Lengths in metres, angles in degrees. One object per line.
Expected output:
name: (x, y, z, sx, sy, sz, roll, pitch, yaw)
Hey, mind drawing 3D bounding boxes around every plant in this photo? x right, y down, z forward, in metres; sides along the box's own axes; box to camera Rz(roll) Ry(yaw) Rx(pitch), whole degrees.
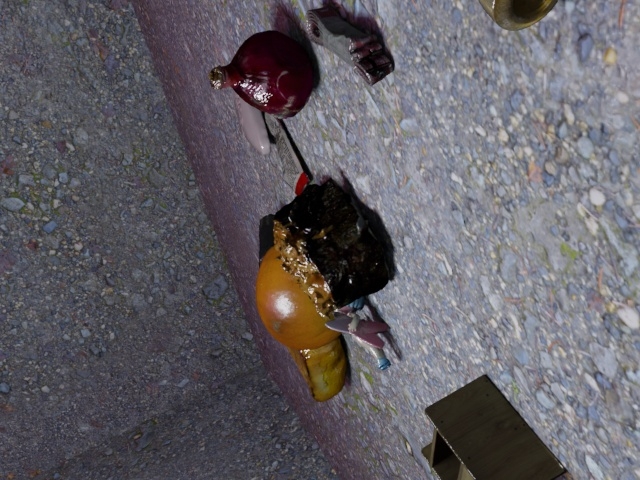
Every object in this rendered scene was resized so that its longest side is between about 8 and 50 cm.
plant: (-0.109, 0.042, 1.966, 0.142, 0.164, 0.256, 100, 158, -58)

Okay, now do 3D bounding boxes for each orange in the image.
orange: (-0.055, 0.158, 1.814, 0.274, 0.274, 0.310, -155, 70, -67)

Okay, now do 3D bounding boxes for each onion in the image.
onion: (-0.124, -0.345, 1.337, 0.140, 0.218, 0.195, -54, 51, 41)

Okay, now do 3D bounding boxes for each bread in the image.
bread: (-0.033, 0.322, 2.158, 0.337, 0.148, 0.328, 79, 164, -45)

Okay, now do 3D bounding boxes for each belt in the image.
belt: (0.040, -0.337, 1.104, 0.232, 0.053, 0.071, 51, 158, 43)

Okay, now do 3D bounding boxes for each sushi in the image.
sushi: (0.000, 0.000, 1.463, 0.348, 0.207, 0.234, 46, 163, 55)

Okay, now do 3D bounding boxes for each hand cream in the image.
hand cream: (0.171, -0.307, 0.698, 0.084, 0.084, 0.203, 85, 163, -50)

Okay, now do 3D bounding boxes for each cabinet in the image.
cabinet: (0.295, 0.396, 1.177, 0.215, 0.148, 0.175, 52, 159, 38)

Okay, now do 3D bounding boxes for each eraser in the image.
eraser: (-0.196, -0.330, 1.844, 0.204, 0.059, 0.243, 88, 162, -52)

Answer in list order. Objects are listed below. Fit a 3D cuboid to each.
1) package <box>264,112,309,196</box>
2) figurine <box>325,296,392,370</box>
package: (-0.094, -0.228, 1.738, 0.154, 0.030, 0.239, 113, 135, -71)
figurine: (0.108, 0.204, 1.643, 0.260, 0.103, 0.205, 56, -162, 25)
